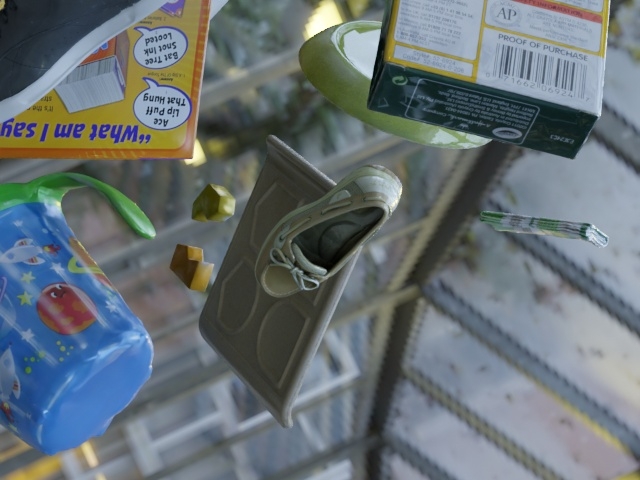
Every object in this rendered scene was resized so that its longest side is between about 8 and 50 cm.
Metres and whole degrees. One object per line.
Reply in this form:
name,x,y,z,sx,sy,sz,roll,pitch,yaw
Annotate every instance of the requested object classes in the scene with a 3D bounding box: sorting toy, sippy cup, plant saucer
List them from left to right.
sippy cup,-0.303,0.096,1.793,0.224,0.240,0.305,41,-49,22
sorting toy,-0.054,0.019,1.672,0.307,0.041,0.229,41,-65,56
plant saucer,0.094,-0.184,1.905,0.241,0.241,0.037,54,-48,42

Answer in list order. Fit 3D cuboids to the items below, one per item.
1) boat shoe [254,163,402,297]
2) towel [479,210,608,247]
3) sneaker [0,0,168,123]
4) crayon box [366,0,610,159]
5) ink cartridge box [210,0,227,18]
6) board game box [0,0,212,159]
boat shoe,0.002,0.001,1.323,0.056,0.153,0.048,43,32,-18
towel,0.295,-0.013,2.252,0.113,0.152,0.023,24,75,-67
sneaker,-0.253,-0.213,1.459,0.147,0.295,0.104,47,17,-28
crayon box,0.170,-0.247,1.626,0.083,0.203,0.323,111,-8,-58
ink cartridge box,-0.329,-0.415,2.377,0.384,0.279,0.160,38,-31,0
board game box,-0.352,-0.308,1.928,0.356,0.356,0.356,34,-60,56
